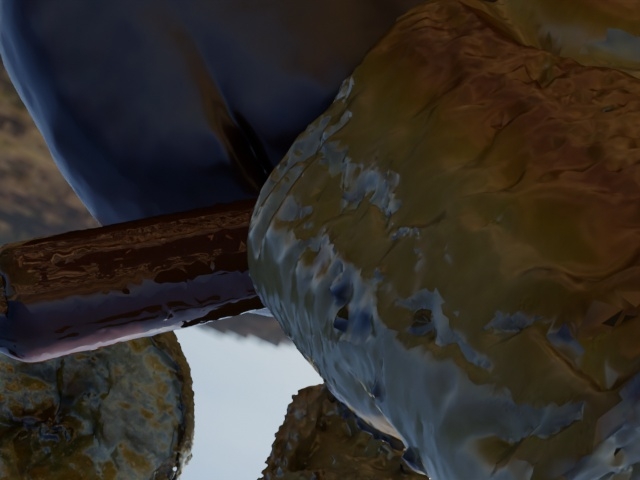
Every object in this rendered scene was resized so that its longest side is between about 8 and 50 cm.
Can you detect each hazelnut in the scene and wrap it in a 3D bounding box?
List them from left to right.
[{"bbox_3d":[-0.024,-0.166,1.237,0.429,0.402,0.402,46,-172,21],"label":"hazelnut"}]

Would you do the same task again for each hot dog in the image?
[{"bbox_3d":[0.155,0.000,0.794,0.367,0.196,0.365,-16,-146,-20],"label":"hot dog"}]

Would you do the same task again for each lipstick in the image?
[{"bbox_3d":[0.000,0.000,1.001,0.418,0.077,0.077,-11,-172,-12],"label":"lipstick"}]

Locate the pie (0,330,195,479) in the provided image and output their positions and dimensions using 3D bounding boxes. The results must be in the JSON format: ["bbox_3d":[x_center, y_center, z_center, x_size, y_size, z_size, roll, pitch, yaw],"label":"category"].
[{"bbox_3d":[-0.223,0.145,1.468,0.274,0.274,0.055,25,174,28],"label":"pie"}]

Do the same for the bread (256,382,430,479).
[{"bbox_3d":[0.037,0.230,1.223,0.171,0.192,0.314,8,-162,-20],"label":"bread"}]
